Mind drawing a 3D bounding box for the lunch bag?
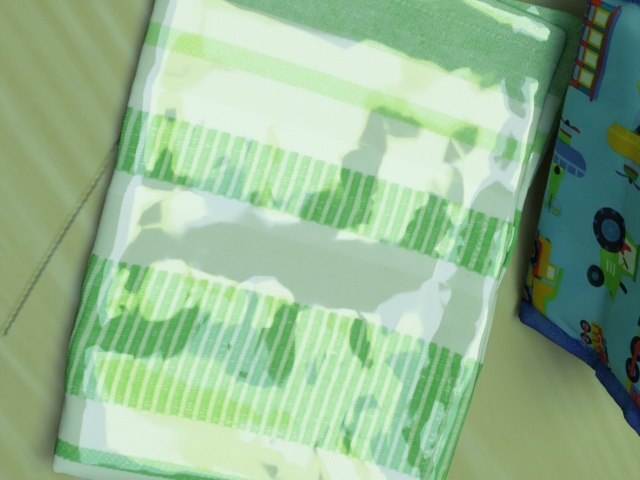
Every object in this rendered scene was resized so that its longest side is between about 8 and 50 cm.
[{"bbox_3d":[0.286,-0.035,0.655,0.293,0.138,0.221,-7,122,-23],"label":"lunch bag"}]

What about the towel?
[{"bbox_3d":[0.000,0.000,0.645,0.247,0.038,0.325,14,97,-16],"label":"towel"}]
